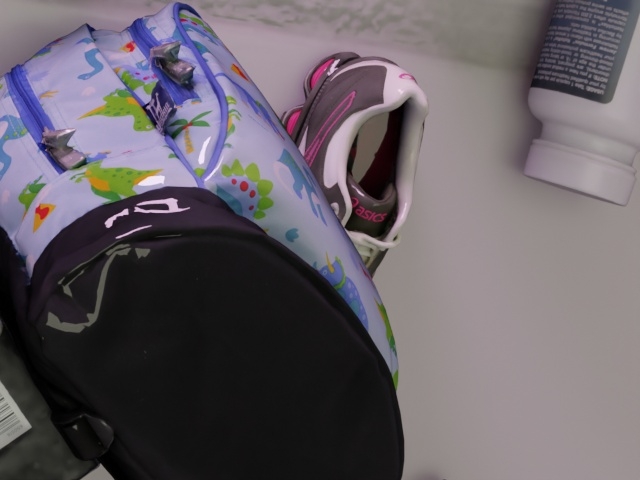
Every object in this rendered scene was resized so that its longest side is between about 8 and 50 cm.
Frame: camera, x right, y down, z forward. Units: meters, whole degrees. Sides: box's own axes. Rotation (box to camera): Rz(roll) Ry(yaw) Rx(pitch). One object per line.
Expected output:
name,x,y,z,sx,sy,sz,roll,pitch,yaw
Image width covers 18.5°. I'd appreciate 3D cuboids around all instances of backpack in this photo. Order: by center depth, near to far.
backpack,-0.099,0.006,1.228,0.273,0.355,0.290,-46,125,-11

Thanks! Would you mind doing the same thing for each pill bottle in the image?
pill bottle,0.213,-0.122,1.447,0.108,0.108,0.180,17,91,-20

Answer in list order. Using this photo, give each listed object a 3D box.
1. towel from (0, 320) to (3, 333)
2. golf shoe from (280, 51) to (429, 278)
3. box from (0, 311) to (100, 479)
towel,-0.401,-0.049,1.127,0.320,0.090,0.374,-24,80,-8
golf shoe,0.000,0.000,1.385,0.105,0.120,0.273,15,93,-22
box,-0.235,0.093,1.292,0.093,0.158,0.156,-34,107,-10
